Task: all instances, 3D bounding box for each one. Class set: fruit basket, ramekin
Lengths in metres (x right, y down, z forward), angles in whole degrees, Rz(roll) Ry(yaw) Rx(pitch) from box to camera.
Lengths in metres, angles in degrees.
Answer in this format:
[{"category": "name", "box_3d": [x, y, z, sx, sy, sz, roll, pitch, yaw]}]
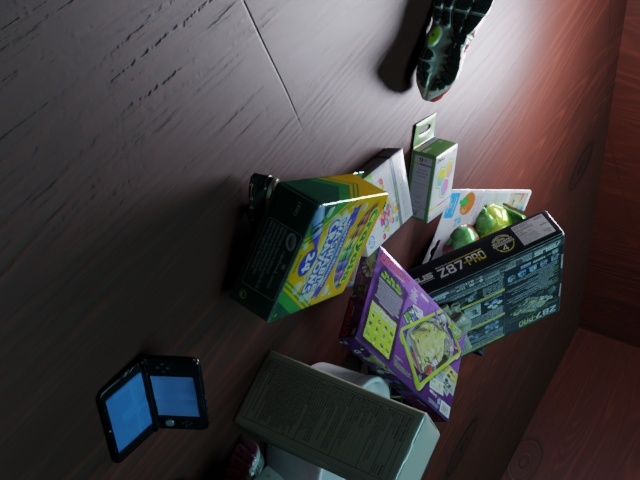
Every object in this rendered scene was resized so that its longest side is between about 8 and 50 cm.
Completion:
[{"category": "fruit basket", "box_3d": [0.369, 0.028, 2.195, 0.353, 0.165, 0.327, -7, 121, -52]}, {"category": "ramekin", "box_3d": [0.013, 0.372, 1.756, 0.277, 0.135, 0.277, -42, 142, -45]}]

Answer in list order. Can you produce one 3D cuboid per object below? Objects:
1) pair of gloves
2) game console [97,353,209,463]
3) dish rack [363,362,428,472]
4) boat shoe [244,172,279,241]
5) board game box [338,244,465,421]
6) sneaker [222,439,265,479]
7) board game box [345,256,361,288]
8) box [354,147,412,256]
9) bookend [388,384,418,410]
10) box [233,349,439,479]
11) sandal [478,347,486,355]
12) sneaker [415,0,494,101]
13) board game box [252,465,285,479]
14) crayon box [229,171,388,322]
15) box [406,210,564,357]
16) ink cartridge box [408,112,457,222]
[{"category": "pair of gloves", "box_3d": [0.232, 0.238, 2.043, 0.240, 0.042, 0.204, -21, 140, -4]}, {"category": "game console", "box_3d": [-0.226, 0.236, 1.255, 0.085, 0.124, 0.144, -82, 172, -52]}, {"category": "dish rack", "box_3d": [0.140, 0.357, 1.901, 0.074, 0.208, 0.271, 3, 82, -35]}, {"category": "boat shoe", "box_3d": [-0.092, -0.046, 1.377, 0.049, 0.042, 0.133, -61, 166, -46]}, {"category": "board game box", "box_3d": [0.170, 0.188, 1.782, 0.347, 0.056, 0.208, 45, 53, -37]}, {"category": "sneaker", "box_3d": [-0.142, 0.435, 1.575, 0.170, 0.063, 0.075, -66, 149, -20]}, {"category": "board game box", "box_3d": [0.055, 0.039, 1.737, 0.154, 0.026, 0.103, -11, 117, -61]}, {"category": "box", "box_3d": [0.109, -0.076, 1.719, 0.186, 0.038, 0.145, -39, 125, -46]}, {"category": "bookend", "box_3d": [0.173, 0.388, 2.063, 0.072, 0.156, 0.157, -63, 154, -17]}, {"category": "box", "box_3d": [0.028, 0.317, 1.542, 0.148, 0.311, 0.121, -61, 151, -17]}, {"category": "sandal", "box_3d": [0.424, 0.274, 2.566, 0.054, 0.097, 0.254, -66, 165, -8]}, {"category": "sneaker", "box_3d": [0.254, -0.401, 1.788, 0.279, 0.107, 0.118, -63, 172, -9]}, {"category": "board game box", "box_3d": [-0.148, 0.545, 1.502, 0.303, 0.097, 0.224, -45, 155, -21]}, {"category": "crayon box", "box_3d": [0.000, 0.000, 1.477, 0.323, 0.083, 0.203, -17, 134, -64]}, {"category": "box", "box_3d": [0.373, 0.130, 2.115, 0.395, 0.097, 0.318, -25, 139, -7]}, {"category": "ink cartridge box", "box_3d": [0.238, -0.154, 1.928, 0.109, 0.062, 0.209, -34, 135, -51]}]
